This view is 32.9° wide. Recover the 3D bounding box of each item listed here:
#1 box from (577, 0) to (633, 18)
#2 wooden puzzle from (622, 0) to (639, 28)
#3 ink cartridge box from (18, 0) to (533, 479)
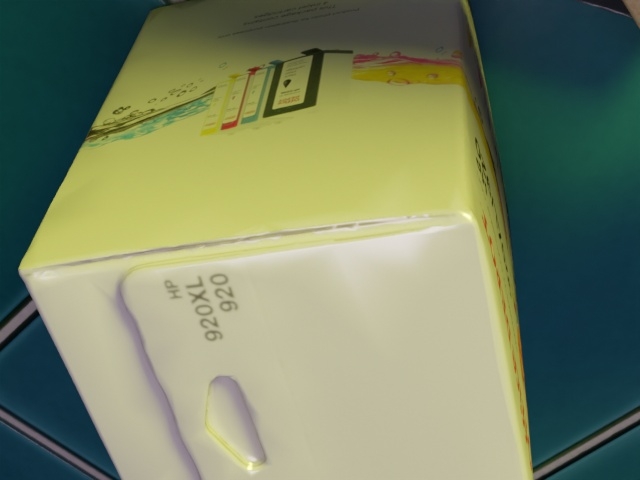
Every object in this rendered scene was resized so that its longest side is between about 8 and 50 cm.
[{"bbox_3d":[0.097,-0.175,0.428,0.220,0.051,0.175,16,156,-5],"label":"box"},{"bbox_3d":[0.197,-0.115,0.291,0.322,0.080,0.348,1,154,44],"label":"wooden puzzle"},{"bbox_3d":[0.000,0.000,0.501,0.168,0.232,0.171,-9,125,12],"label":"ink cartridge box"}]
